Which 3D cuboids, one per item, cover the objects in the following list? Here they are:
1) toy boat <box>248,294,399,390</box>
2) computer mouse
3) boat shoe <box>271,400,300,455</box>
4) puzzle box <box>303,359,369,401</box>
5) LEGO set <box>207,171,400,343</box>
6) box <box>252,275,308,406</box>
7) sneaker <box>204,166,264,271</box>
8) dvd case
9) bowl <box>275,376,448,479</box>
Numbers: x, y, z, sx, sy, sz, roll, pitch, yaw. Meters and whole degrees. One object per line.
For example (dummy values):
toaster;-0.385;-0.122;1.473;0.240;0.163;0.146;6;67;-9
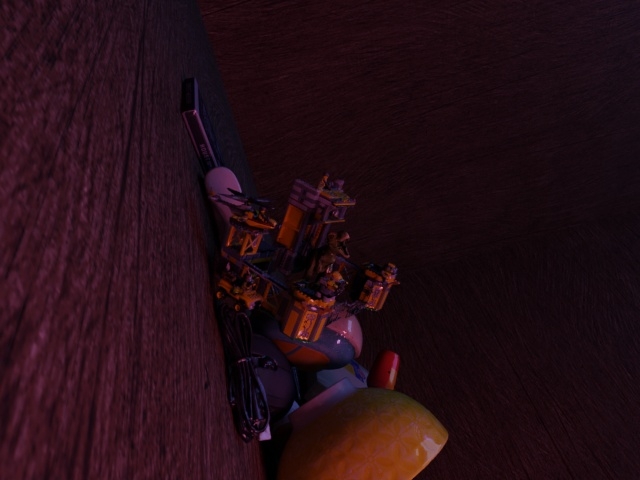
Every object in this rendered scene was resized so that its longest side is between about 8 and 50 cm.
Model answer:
toy boat;0.016;0.220;0.874;0.267;0.318;0.148;-26;-147;57
computer mouse;-0.082;0.213;0.721;0.272;0.072;0.189;81;-8;-64
boat shoe;-0.029;0.400;0.923;0.096;0.098;0.277;-108;-177;-51
puzzle box;0.076;0.372;1.166;0.272;0.052;0.409;38;2;-3
LEGO set;0.000;0.000;0.742;0.254;0.331;0.192;32;-70;33
box;-0.089;0.281;1.121;0.293;0.073;0.296;81;-8;-56
sneaker;-0.159;-0.026;0.858;0.094;0.080;0.213;168;-93;-72
dvd case;-0.227;-0.187;0.955;0.179;0.029;0.239;-110;-174;-51
bowl;0.035;0.313;0.733;0.156;0.289;0.289;56;-9;16
